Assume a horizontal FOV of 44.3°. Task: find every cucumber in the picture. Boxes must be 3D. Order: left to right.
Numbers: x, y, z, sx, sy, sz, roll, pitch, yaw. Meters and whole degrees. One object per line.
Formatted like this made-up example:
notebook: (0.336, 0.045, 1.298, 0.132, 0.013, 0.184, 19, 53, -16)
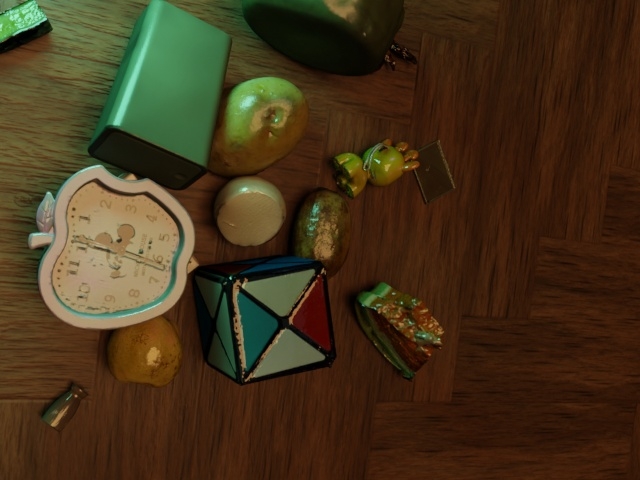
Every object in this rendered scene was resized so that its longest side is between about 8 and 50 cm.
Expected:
cucumber: (-0.658, -0.412, 1.607, 0.211, 0.062, 0.078, -34, 74, -15)

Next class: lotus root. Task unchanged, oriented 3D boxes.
lotus root: (0.000, 0.000, 1.928, 0.145, 0.128, 0.260, 12, 80, -28)

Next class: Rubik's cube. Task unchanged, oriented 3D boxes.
Rubik's cube: (-0.134, 0.173, 1.810, 0.248, 0.246, 0.250, -10, 99, -26)

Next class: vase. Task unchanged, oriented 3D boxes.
vase: (-0.558, 0.364, 1.720, 0.053, 0.053, 0.100, 45, 70, -23)

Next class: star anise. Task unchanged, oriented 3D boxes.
star anise: (0.144, -0.495, 2.006, 0.157, 0.053, 0.212, -45, 114, -18)

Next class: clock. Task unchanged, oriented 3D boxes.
clock: (-0.431, 0.018, 1.609, 0.339, 0.102, 0.338, -2, 95, -23)

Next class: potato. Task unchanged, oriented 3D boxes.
potato: (-0.141, -0.269, 1.794, 0.285, 0.242, 0.242, -19, 102, -22)

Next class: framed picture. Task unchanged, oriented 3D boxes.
framed picture: (0.304, -0.186, 2.136, 0.109, 0.011, 0.149, -28, 106, -22)

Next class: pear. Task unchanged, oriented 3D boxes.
pear: (-0.386, 0.240, 1.745, 0.178, 0.178, 0.178, -2, 95, -27)

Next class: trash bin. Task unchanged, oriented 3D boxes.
trash bin: (-0.324, -0.312, 1.673, 0.223, 0.158, 0.343, 23, 65, -26)

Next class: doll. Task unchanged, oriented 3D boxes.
doll: (0.142, -0.195, 1.994, 0.221, 0.143, 0.135, -25, 133, -17)

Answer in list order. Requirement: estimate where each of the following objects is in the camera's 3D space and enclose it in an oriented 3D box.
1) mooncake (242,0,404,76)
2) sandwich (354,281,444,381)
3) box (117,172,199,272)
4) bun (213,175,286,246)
mooncake: (0.011, -0.529, 1.770, 0.356, 0.356, 0.194, 25, 80, -26)
sandwich: (0.212, 0.222, 2.026, 0.292, 0.212, 0.109, 46, 59, -9)
box: (-0.425, 0.007, 1.726, 0.194, 0.111, 0.260, -38, 111, -19)
bun: (-0.167, -0.078, 1.843, 0.173, 0.120, 0.172, -5, 124, -8)
